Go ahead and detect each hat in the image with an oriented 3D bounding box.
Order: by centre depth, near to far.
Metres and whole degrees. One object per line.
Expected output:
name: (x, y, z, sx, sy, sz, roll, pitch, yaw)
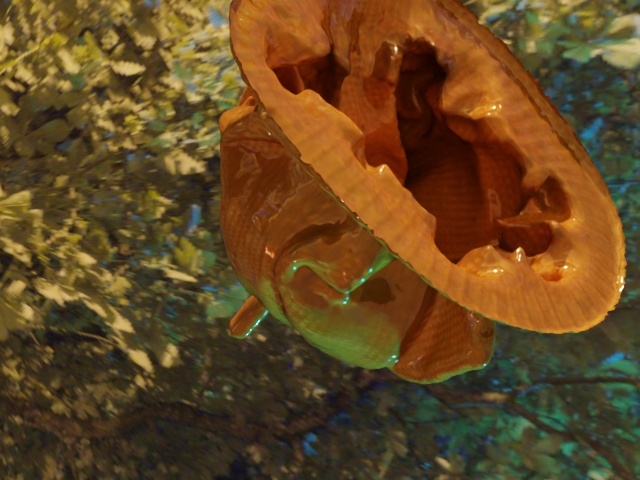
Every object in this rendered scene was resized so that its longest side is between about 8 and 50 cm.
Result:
hat: (0.000, 0.000, 0.670, 0.244, 0.233, 0.233, 5, -124, -37)
